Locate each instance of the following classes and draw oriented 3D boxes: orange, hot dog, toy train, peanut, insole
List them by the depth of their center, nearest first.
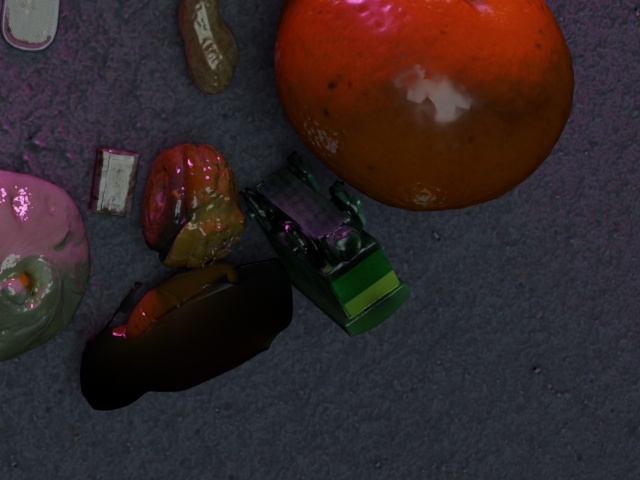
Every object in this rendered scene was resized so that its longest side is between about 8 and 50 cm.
[{"bbox_3d":[-0.391,-0.422,1.608,0.109,0.007,0.322,6,98,-19],"label":"insole"},{"bbox_3d":[0.136,-0.230,1.624,0.424,0.326,0.423,12,52,-16],"label":"orange"},{"bbox_3d":[0.000,0.000,1.670,0.120,0.301,0.202,-35,118,-10],"label":"toy train"},{"bbox_3d":[-0.161,-0.297,1.674,0.080,0.080,0.174,-13,102,-16],"label":"peanut"},{"bbox_3d":[-0.207,0.112,1.715,0.326,0.107,0.194,-13,116,-10],"label":"hot dog"}]

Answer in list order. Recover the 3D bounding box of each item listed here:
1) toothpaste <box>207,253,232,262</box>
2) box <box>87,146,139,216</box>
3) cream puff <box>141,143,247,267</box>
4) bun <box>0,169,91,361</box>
[{"bbox_3d":[-0.155,-0.036,1.750,0.045,0.028,0.169,0,103,0],"label":"toothpaste"},{"bbox_3d":[-0.299,-0.085,1.682,0.062,0.045,0.098,9,96,-19],"label":"box"},{"bbox_3d":[-0.176,-0.047,1.657,0.130,0.189,0.189,6,98,-25],"label":"cream puff"},{"bbox_3d":[-0.449,0.042,1.585,0.283,0.179,0.283,-3,102,-15],"label":"bun"}]
